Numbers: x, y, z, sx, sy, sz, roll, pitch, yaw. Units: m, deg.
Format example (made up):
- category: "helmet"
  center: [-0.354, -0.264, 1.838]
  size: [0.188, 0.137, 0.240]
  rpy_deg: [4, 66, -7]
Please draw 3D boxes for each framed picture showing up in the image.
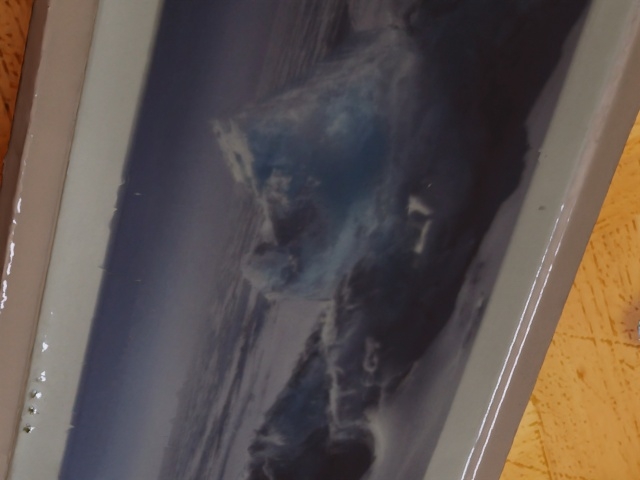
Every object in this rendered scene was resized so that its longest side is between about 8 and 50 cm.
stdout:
- category: "framed picture"
  center: [0.000, 0.000, 0.757]
  size: [0.326, 0.028, 0.446]
  rpy_deg: [-2, 123, -29]

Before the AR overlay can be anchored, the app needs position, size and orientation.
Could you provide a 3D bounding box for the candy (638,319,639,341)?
- category: "candy"
  center: [0.276, 0.049, 1.014]
  size: [0.175, 0.043, 0.045]
  rpy_deg: [-7, 90, -28]
